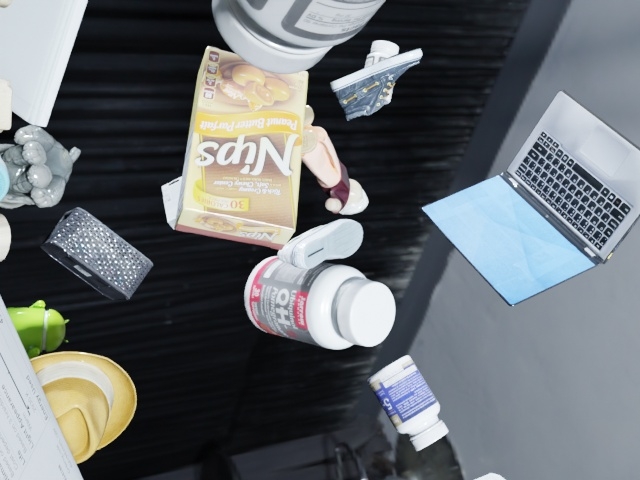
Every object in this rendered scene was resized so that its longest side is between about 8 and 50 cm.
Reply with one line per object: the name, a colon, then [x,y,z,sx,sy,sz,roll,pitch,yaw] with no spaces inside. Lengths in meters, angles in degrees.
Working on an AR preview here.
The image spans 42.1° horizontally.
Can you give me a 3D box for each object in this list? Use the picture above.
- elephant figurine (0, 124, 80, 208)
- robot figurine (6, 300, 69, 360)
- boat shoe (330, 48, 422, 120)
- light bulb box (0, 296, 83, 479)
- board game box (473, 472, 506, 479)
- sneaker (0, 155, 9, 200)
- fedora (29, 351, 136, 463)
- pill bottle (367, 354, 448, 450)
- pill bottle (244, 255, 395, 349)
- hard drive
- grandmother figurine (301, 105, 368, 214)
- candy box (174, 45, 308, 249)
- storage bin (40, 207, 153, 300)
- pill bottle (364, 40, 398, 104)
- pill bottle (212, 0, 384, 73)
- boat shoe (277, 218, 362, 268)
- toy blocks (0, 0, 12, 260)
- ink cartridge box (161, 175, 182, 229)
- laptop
elephant figurine: [-0.632,-0.130,1.654,0.186,0.240,0.169,55,-156,-55]
robot figurine: [-0.442,0.136,1.263,0.067,0.115,0.101,110,157,-43]
boat shoe: [0.115,-0.292,1.559,0.183,0.065,0.083,-20,101,20]
light bulb box: [-0.401,0.275,0.753,0.361,0.225,0.357,-83,-20,-64]
board game box: [0.335,0.617,1.554,0.390,0.390,0.050,33,122,45]
sneaker: [-0.609,-0.191,1.237,0.319,0.127,0.208,52,-179,-36]
fedora: [-0.335,0.235,1.096,0.079,0.194,0.194,-110,27,-55]
pill bottle: [0.195,0.357,1.818,0.186,0.112,0.112,58,146,12]
pill bottle: [-0.001,0.132,1.754,0.319,0.176,0.176,7,101,47]
hard drive: [-0.500,-0.381,1.457,0.203,0.040,0.307,33,108,32]
grandmother figurine: [0.023,-0.154,1.912,0.104,0.342,0.207,-9,63,21]
candy box: [-0.127,-0.155,1.383,0.087,0.183,0.316,126,152,-59]
storage bin: [-0.423,0.029,1.573,0.122,0.180,0.084,-9,45,59]
pill bottle: [0.142,-0.401,1.986,0.078,0.078,0.137,0,76,63]
pill bottle: [0.008,-0.356,0.968,0.361,0.204,0.204,-37,62,58]
boat shoe: [0.000,0.000,1.715,0.076,0.226,0.083,10,105,35]
toy blocks: [-0.433,-0.135,0.684,0.289,0.260,0.308,8,96,44]
ink cartridge box: [-0.293,-0.081,1.738,0.029,0.063,0.115,58,-172,-46]
laptop: [0.518,-0.113,1.976,0.382,0.236,0.407,53,124,40]
